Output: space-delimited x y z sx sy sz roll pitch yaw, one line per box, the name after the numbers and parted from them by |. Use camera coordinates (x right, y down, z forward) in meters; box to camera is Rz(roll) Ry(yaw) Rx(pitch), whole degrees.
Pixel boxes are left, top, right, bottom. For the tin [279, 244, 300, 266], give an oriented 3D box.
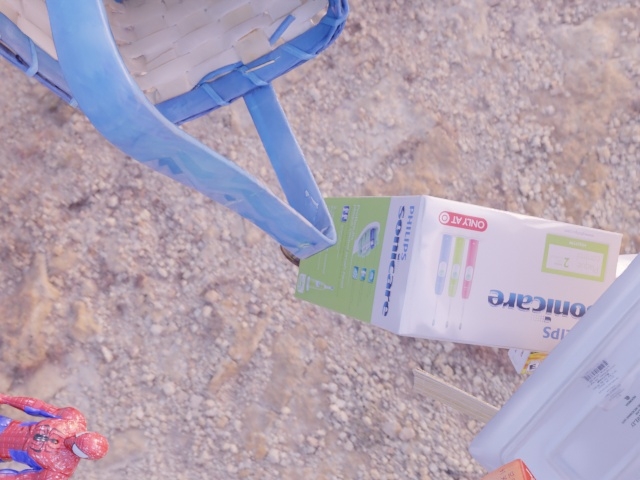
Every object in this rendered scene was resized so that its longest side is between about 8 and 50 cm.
0.000 0.000 1.381 0.189 0.106 0.040 -34 30 55 | tin

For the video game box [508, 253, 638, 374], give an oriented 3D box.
0.380 0.100 1.071 0.205 0.187 0.048 -3 40 -14 | video game box

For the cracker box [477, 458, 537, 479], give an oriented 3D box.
0.154 0.256 0.424 0.067 0.232 0.156 -34 14 15 | cracker box

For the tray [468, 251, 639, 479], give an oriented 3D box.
0.234 0.117 0.571 0.145 0.030 0.270 43 113 22 | tray

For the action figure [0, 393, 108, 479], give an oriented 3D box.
-0.137 0.084 0.329 0.115 0.030 0.038 -2 55 21 | action figure

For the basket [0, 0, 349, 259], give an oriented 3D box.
-0.087 -0.140 0.456 0.201 0.255 0.289 -23 70 12 | basket

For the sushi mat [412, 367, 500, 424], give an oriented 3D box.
0.342 0.365 1.684 0.316 0.151 0.019 24 68 19 | sushi mat

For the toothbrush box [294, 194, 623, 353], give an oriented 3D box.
0.118 0.029 0.789 0.283 0.206 0.122 -169 89 -71 | toothbrush box
